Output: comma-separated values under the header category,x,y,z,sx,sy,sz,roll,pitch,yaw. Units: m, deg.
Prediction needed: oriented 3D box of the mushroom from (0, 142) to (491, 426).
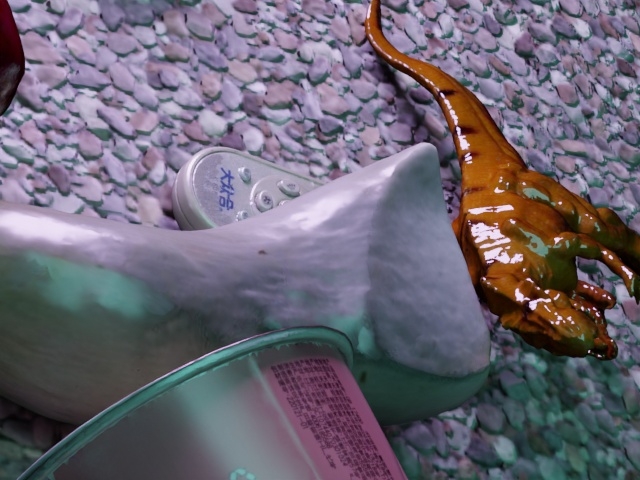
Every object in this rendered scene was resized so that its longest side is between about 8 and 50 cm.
category,x,y,z,sx,sy,sz,roll,pitch,yaw
mushroom,-0.093,0.033,1.147,0.397,0.126,0.177,-1,70,-31

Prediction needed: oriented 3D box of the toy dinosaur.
category,x,y,z,sx,sy,sz,roll,pitch,yaw
toy dinosaur,0.144,-0.009,1.356,0.208,0.097,0.432,31,17,-28

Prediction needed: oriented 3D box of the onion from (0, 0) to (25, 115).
category,x,y,z,sx,sy,sz,roll,pitch,yaw
onion,-0.263,-0.120,1.152,0.173,0.135,0.198,29,15,-11

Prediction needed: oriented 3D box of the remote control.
category,x,y,z,sx,sy,sz,roll,pitch,yaw
remote control,0.000,0.000,1.303,0.221,0.042,0.078,20,48,-25

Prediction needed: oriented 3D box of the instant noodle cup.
category,x,y,z,sx,sy,sz,roll,pitch,yaw
instant noodle cup,-0.017,0.208,0.984,0.244,0.244,0.255,-15,62,-42
